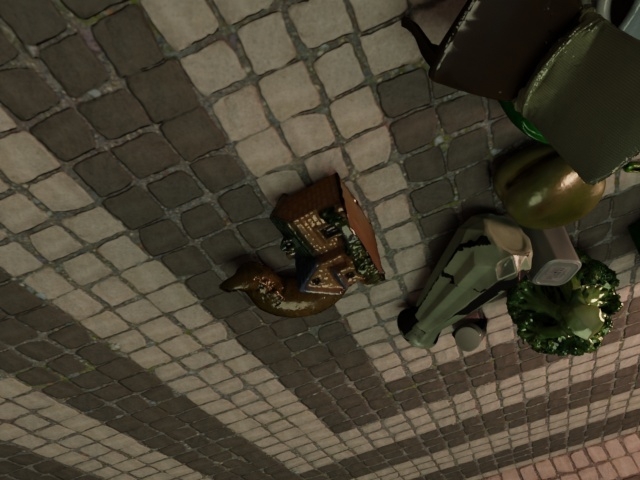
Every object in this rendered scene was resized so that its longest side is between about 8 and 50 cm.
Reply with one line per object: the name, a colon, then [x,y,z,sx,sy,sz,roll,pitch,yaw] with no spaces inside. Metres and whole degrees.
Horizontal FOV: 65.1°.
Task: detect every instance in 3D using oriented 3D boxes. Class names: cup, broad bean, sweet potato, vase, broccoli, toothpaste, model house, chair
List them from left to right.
sweet potato: [-0.065,0.105,1.049,0.310,0.098,0.124,4,127,-24]
model house: [0.000,0.000,0.912,0.172,0.166,0.183,-23,125,14]
vase: [0.303,0.104,1.107,0.165,0.165,0.360,8,136,-22]
toothpaste: [0.375,0.228,1.256,0.096,0.061,0.266,-28,169,16]
chair: [0.243,-0.231,0.605,0.186,0.319,0.160,13,131,-26]
cup: [0.481,0.031,1.092,0.095,0.129,0.128,6,138,-11]
broad bean: [0.445,-0.102,0.965,0.263,0.121,0.189,8,130,-43]
broccoli: [0.561,0.148,1.154,0.270,0.270,0.270,-25,180,12]

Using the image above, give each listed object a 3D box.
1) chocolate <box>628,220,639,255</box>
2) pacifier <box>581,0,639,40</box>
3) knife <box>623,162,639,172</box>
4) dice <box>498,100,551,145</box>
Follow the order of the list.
chocolate: [0.938,-0.003,1.149,0.360,0.161,0.341,27,123,-37]
pacifier: [0.510,-0.315,0.640,0.244,0.233,0.299,-11,131,-4]
knife: [0.718,-0.143,1.050,0.212,0.015,0.054,0,143,-16]
dice: [0.371,-0.234,0.785,0.128,0.120,0.131,8,135,-24]
